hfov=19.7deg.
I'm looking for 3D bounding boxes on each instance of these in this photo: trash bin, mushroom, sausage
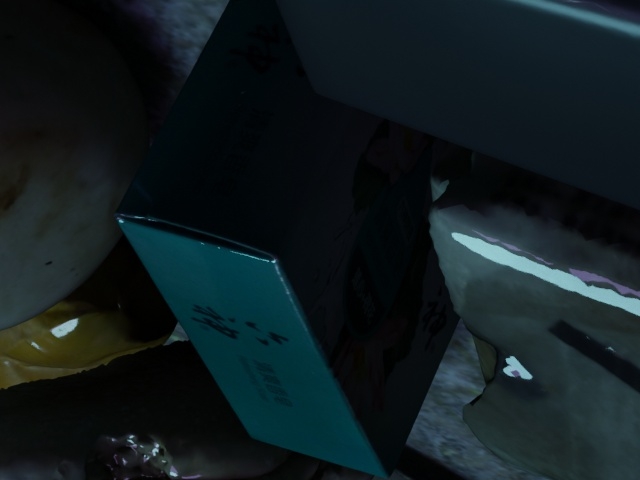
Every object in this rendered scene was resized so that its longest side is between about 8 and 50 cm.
[{"bbox_3d":[0.101,-0.096,0.710,0.225,0.115,0.165,17,159,21],"label":"trash bin"},{"bbox_3d":[-0.208,-0.060,1.030,0.215,0.207,0.207,50,177,44],"label":"mushroom"},{"bbox_3d":[-0.192,0.074,1.316,0.134,0.116,0.354,3,158,-26],"label":"sausage"}]

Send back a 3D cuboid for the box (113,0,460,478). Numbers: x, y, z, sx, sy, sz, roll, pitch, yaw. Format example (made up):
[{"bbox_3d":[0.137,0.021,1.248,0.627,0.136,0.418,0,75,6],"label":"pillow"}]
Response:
[{"bbox_3d":[0.000,0.000,0.954,0.092,0.153,0.245,14,154,24],"label":"box"}]

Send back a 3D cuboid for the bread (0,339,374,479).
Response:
[{"bbox_3d":[-0.074,0.123,1.137,0.183,0.102,0.337,-1,-174,36],"label":"bread"}]

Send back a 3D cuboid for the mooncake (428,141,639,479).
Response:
[{"bbox_3d":[0.185,0.041,0.879,0.254,0.136,0.250,19,153,25],"label":"mooncake"}]

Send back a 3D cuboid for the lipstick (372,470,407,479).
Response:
[{"bbox_3d":[0.046,0.214,1.382,0.317,0.066,0.068,38,156,-7],"label":"lipstick"}]
